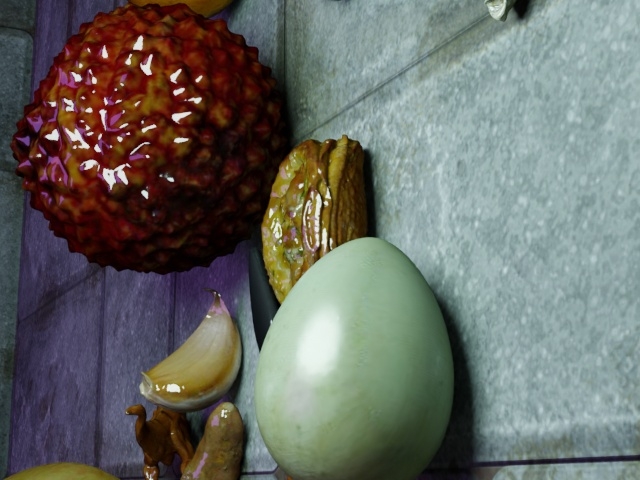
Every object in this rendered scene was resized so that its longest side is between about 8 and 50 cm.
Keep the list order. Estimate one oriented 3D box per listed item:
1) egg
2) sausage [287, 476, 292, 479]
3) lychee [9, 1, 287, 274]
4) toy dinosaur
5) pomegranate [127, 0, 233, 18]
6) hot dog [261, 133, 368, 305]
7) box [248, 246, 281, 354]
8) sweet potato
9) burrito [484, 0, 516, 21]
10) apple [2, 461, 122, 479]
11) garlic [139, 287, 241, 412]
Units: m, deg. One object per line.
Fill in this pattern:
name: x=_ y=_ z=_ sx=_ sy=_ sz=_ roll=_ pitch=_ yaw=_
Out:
egg: x=0.039 y=0.137 z=1.184 sx=0.218 sy=0.218 sz=0.295 roll=-23 pitch=57 yaw=60
sausage: x=0.032 y=0.372 z=1.291 sx=0.300 sy=0.089 sz=0.083 roll=-129 pitch=44 yaw=-55
lychee: x=-0.249 y=-0.152 z=1.650 sx=0.500 sy=0.425 sz=0.424 roll=-19 pitch=-61 yaw=-76
toy dinosaur: x=-0.259 y=0.359 z=1.816 sx=0.432 sy=0.097 sz=0.208 roll=148 pitch=111 yaw=-84
pomegranate: x=-0.238 y=-0.511 z=1.864 sx=0.264 sy=0.264 sz=0.264 roll=-23 pitch=64 yaw=60
hot dog: x=0.000 y=0.000 z=1.404 sx=0.196 sy=0.122 sz=0.272 roll=149 pitch=125 yaw=-65
box: x=-0.072 y=0.126 z=1.534 sx=0.201 sy=0.042 sz=0.212 roll=-107 pitch=10 yaw=-45
sweet potato: x=-0.188 y=0.414 z=1.714 sx=0.106 sy=0.095 sz=0.354 roll=27 pitch=109 yaw=57
burrito: x=0.179 y=-0.359 z=1.197 sx=0.082 sy=0.059 sz=0.275 roll=118 pitch=147 yaw=-49
apple: x=-0.421 y=0.557 z=1.752 sx=0.391 sy=0.391 sz=0.346 roll=-55 pitch=8 yaw=44
garlic: x=-0.190 y=0.201 z=1.747 sx=0.206 sy=0.128 sz=0.115 roll=-55 pitch=-15 yaw=-23
